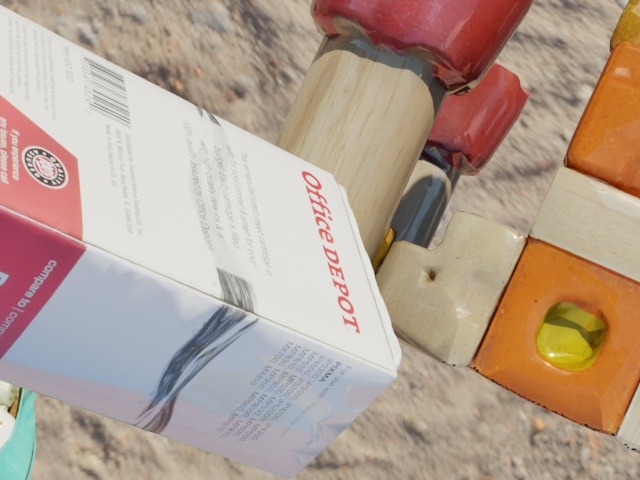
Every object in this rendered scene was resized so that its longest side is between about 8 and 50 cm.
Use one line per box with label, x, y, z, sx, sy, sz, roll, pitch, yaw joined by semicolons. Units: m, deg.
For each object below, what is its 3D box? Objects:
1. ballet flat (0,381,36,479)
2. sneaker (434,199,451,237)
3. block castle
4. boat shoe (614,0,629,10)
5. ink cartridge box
ballet flat;-0.386;0.200;1.543;0.083;0.247;0.087;-20;135;21
sneaker;0.000;0.000;0.884;0.215;0.083;0.084;-41;144;16
block castle;0.206;0.007;0.562;0.453;0.303;0.213;24;88;10
boat shoe;0.248;-0.090;0.528;0.319;0.099;0.116;26;106;12
ink cartridge box;-0.053;0.002;0.376;0.135;0.099;0.056;26;119;-30
